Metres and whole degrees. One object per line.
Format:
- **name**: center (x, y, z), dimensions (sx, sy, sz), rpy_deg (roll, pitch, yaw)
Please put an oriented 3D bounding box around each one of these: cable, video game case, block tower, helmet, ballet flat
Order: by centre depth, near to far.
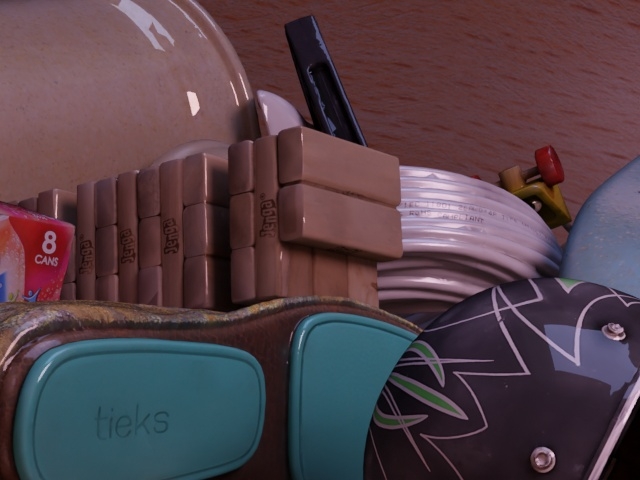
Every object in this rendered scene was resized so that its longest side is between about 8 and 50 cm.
- **helmet**: center (0.096, 0.093, 0.538), dimensions (0.161, 0.169, 0.169), rpy_deg (30, -3, -16)
- **ballet flat**: center (-0.050, 0.082, 0.665), dimensions (0.123, 0.123, 0.348), rpy_deg (15, 3, 41)
- **block tower**: center (-0.115, 0.015, 0.807), dimensions (0.335, 0.091, 0.097), rpy_deg (-12, -16, 37)
- **cable**: center (0.046, 0.048, 0.904), dimensions (0.257, 0.089, 0.257), rpy_deg (9, -37, -20)
- **video game case**: center (0.042, -0.021, 1.185), dimensions (0.035, 0.248, 0.275), rpy_deg (-19, -41, 0)

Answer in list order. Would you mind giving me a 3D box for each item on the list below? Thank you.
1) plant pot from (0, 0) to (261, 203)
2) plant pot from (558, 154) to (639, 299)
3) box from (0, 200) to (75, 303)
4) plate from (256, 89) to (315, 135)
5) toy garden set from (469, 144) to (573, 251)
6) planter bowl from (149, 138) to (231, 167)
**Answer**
- **plant pot**: center (-0.268, -0.067, 1.091), dimensions (0.334, 0.334, 0.305), rpy_deg (14, 13, 26)
- **plant pot**: center (0.255, 0.091, 0.809), dimensions (0.248, 0.247, 0.252), rpy_deg (15, 21, 35)
- **box**: center (-0.277, 0.015, 0.781), dimensions (0.257, 0.123, 0.128), rpy_deg (15, 1, 42)
- **plate**: center (0.000, 0.000, 1.229), dimensions (0.045, 0.278, 0.277), rpy_deg (-16, 2, -2)
- **toy garden set**: center (0.117, 0.031, 1.005), dimensions (0.204, 0.049, 0.244), rpy_deg (-21, -38, 22)
- **planter bowl**: center (-0.063, 0.012, 1.029), dimensions (0.109, 0.162, 0.162), rpy_deg (18, 4, 38)
